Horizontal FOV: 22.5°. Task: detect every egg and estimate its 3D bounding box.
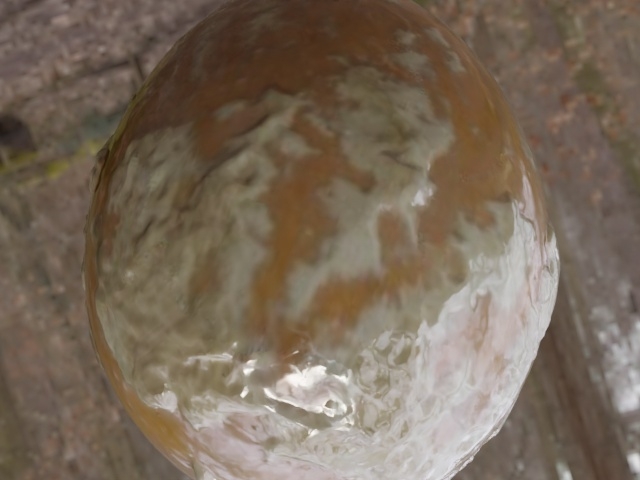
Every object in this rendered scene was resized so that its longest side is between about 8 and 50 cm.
[{"bbox_3d":[0.000,0.000,0.678,0.203,0.245,0.203,0,157,0],"label":"egg"}]
